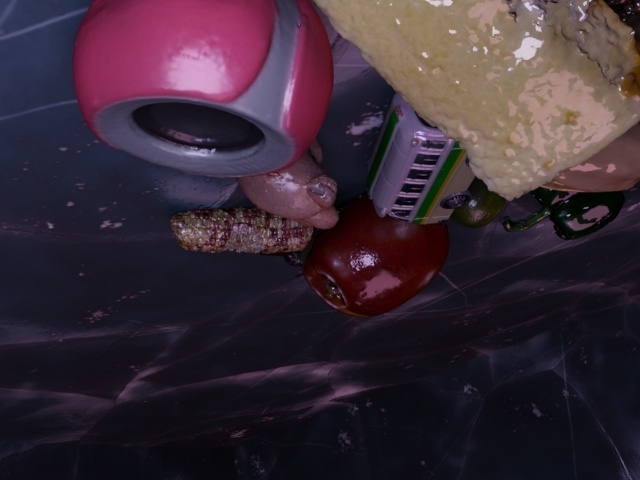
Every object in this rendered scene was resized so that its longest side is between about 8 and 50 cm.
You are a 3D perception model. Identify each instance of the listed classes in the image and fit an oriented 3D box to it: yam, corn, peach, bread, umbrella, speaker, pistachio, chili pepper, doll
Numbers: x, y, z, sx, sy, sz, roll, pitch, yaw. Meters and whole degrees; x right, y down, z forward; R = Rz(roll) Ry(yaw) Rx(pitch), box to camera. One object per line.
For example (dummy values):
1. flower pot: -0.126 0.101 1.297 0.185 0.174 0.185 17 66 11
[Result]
1. yam: 0.000 0.000 1.469 0.054 0.054 0.132 8 129 -40
2. corn: -0.153 -0.020 1.330 0.289 0.098 0.098 -2 152 -25
3. peach: 0.150 0.037 1.417 0.361 0.201 0.258 -22 145 -21
4. bread: 0.196 -0.241 0.777 0.375 0.165 0.236 44 128 -15
5. umbrella: -0.036 0.040 1.553 0.071 0.071 0.248 -34 150 34
6. speaker: -0.137 -0.193 0.775 0.294 0.294 0.294 -12 155 -6
7. pistachio: 0.527 -0.185 1.303 0.299 0.188 0.187 -3 153 -14
8. chili pepper: 0.526 -0.089 1.489 0.261 0.174 0.165 -28 -171 23
9. doll: -0.046 -0.109 1.187 0.201 0.156 0.303 24 178 6

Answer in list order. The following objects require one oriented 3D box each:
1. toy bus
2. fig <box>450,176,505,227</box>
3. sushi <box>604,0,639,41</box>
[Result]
1. toy bus: 0.186 -0.148 1.200 0.178 0.143 0.305 -7 154 -12
2. fig: 0.337 -0.106 1.408 0.123 0.123 0.156 5 136 -36
3. sushi: 0.437 -0.346 0.836 0.225 0.239 0.218 -45 140 21
